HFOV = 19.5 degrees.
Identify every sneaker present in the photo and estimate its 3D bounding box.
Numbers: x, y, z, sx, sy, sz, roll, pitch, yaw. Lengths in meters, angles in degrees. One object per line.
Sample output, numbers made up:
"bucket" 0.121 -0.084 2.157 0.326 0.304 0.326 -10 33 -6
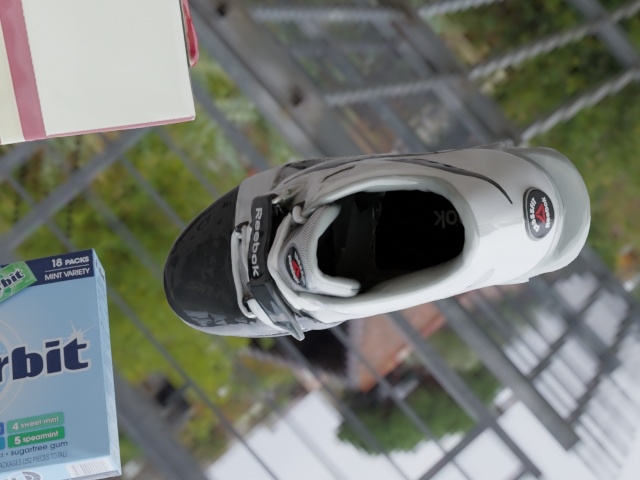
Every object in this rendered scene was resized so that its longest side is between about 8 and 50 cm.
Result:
"sneaker" 0.000 0.000 1.243 0.330 0.122 0.146 -15 178 35

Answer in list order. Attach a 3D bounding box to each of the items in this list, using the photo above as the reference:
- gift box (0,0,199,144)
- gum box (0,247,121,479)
"gift box" -0.206 -0.197 0.948 0.276 0.258 0.255 -8 -155 -8
"gum box" -0.241 0.105 1.447 0.157 0.184 0.041 -10 148 3
